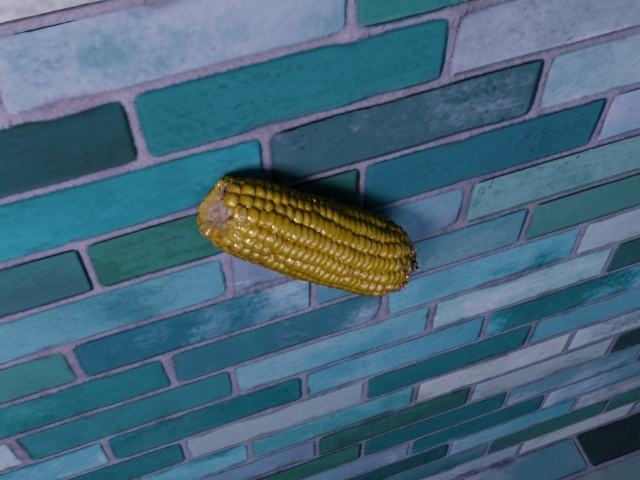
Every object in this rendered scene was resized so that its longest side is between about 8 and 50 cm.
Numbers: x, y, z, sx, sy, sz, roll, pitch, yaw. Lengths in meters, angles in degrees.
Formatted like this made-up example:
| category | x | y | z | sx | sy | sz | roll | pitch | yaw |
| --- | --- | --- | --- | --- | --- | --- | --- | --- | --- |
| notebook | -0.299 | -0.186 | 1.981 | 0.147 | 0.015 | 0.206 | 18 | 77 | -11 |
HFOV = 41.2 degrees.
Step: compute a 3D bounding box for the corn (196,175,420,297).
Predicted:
| category | x | y | z | sx | sy | sz | roll | pitch | yaw |
| --- | --- | --- | --- | --- | --- | --- | --- | --- | --- |
| corn | 0.000 | 0.000 | 0.994 | 0.317 | 0.115 | 0.115 | 15 | 131 | -44 |
